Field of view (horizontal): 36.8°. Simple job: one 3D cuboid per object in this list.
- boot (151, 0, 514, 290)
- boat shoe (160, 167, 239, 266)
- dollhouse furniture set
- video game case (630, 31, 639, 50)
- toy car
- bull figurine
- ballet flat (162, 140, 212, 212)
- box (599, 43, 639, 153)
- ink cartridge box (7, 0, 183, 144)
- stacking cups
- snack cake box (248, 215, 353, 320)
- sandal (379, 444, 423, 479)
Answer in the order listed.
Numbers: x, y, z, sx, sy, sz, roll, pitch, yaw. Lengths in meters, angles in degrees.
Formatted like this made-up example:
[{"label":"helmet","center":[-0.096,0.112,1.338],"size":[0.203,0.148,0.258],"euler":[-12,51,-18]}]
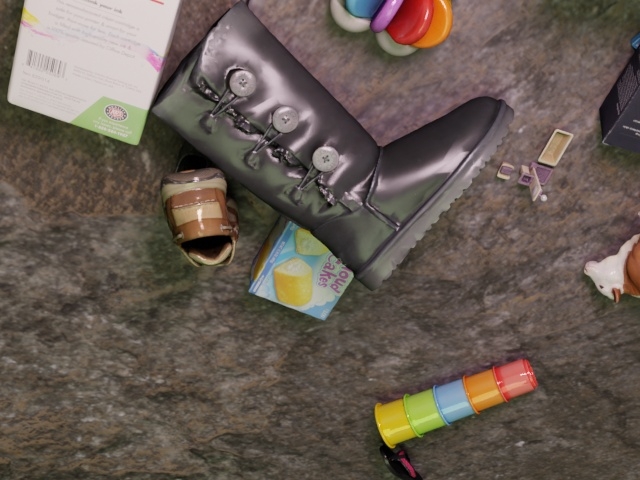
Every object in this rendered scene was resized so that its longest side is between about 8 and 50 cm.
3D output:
[{"label":"boot","center":[0.022,-0.198,1.457],"size":[0.445,0.146,0.367],"euler":[40,86,-6]},{"label":"boat shoe","center":[-0.188,-0.014,1.524],"size":[0.123,0.119,0.324],"euler":[-12,167,0]},{"label":"dollhouse furniture set","center":[0.352,-0.123,1.545],"size":[0.091,0.081,0.114],"euler":[16,127,-11]},{"label":"video game case","center":[0.569,-0.291,1.451],"size":[0.166,0.015,0.119],"euler":[33,122,-22]},{"label":"toy car","center":[0.106,-0.336,1.351],"size":[0.182,0.136,0.159],"euler":[25,125,-17]},{"label":"bull figurine","center":[0.583,0.039,1.592],"size":[0.310,0.101,0.188],"euler":[18,127,46]},{"label":"ballet flat","center":[-0.217,-0.107,1.592],"size":[0.058,0.049,0.173],"euler":[19,126,-13]},{"label":"box","center":[0.529,-0.208,1.451],"size":[0.156,0.093,0.158],"euler":[16,135,-7]},{"label":"ink cartridge box","center":[-0.306,-0.334,1.371],"size":[0.207,0.119,0.353],"euler":[19,127,-9]},{"label":"stacking cups","center":[0.269,0.321,1.888],"size":[0.316,0.096,0.096],"euler":[-20,125,16]},{"label":"snack cake box","center":[0.000,0.000,1.646],"size":[0.152,0.089,0.264],"euler":[22,125,-14]},{"label":"sandal","center":[0.182,0.478,2.035],"size":[0.040,0.067,0.179],"euler":[-35,127,16]}]
